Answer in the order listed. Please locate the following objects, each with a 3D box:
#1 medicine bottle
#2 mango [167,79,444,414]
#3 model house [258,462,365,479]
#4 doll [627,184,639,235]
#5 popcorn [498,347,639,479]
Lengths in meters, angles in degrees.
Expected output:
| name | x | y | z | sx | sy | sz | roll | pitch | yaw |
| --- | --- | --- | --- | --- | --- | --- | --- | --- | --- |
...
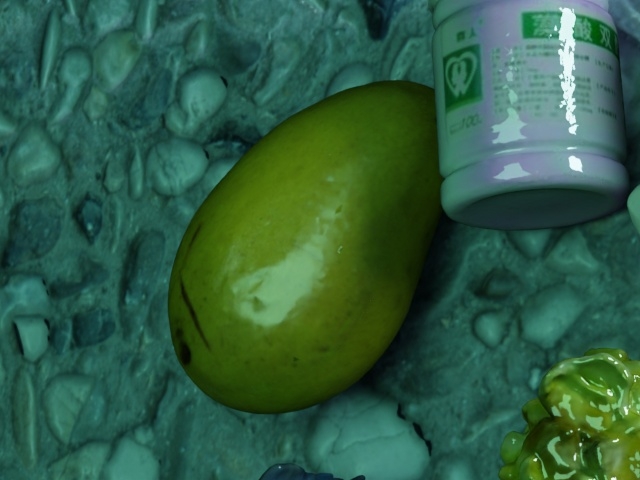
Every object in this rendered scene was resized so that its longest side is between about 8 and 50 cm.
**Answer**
| name | x | y | z | sx | sy | sz | roll | pitch | yaw |
| --- | --- | --- | --- | --- | --- | --- | --- | --- | --- |
| medicine bottle | 0.228 | -0.189 | 1.946 | 0.212 | 0.212 | 0.325 | -12 | 72 | 32 |
| mango | 0.000 | 0.000 | 2.054 | 0.445 | 0.220 | 0.301 | -51 | 54 | 10 |
| model house | 0.008 | 0.432 | 1.936 | 0.215 | 0.237 | 0.303 | -46 | 59 | 17 |
| doll | 0.488 | 0.046 | 1.754 | 0.423 | 0.161 | 0.348 | 28 | 93 | 43 |
| popcorn | 0.275 | 0.224 | 1.782 | 0.181 | 0.217 | 0.235 | 23 | 73 | 26 |
